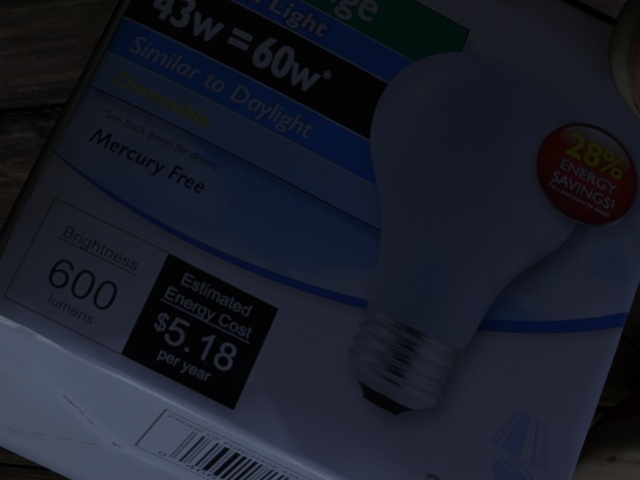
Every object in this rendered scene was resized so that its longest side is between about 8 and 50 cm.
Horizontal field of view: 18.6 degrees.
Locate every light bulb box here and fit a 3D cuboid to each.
[{"bbox_3d":[0.000,0.000,1.217,0.358,0.361,0.225,26,154,-8],"label":"light bulb box"}]

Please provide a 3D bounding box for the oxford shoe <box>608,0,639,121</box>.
[{"bbox_3d":[0.234,-0.079,1.015,0.130,0.123,0.348,23,-171,40],"label":"oxford shoe"}]

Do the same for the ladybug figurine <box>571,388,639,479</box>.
[{"bbox_3d":[0.386,0.192,1.520,0.449,0.162,0.305,-6,143,49],"label":"ladybug figurine"}]
